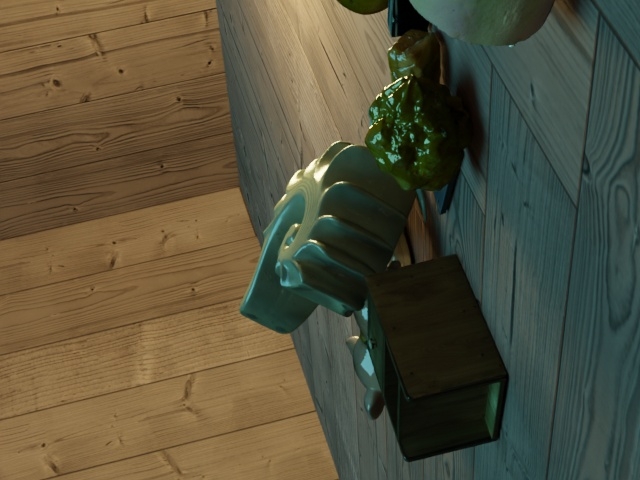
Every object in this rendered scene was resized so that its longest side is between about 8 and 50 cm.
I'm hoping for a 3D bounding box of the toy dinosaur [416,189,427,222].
[{"bbox_3d":[0.135,-0.129,1.993,0.106,0.044,0.187,-93,-15,-48],"label":"toy dinosaur"}]

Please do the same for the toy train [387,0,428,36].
[{"bbox_3d":[0.115,-0.353,1.719,0.252,0.055,0.048,91,173,-58],"label":"toy train"}]

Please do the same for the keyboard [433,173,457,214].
[{"bbox_3d":[0.169,-0.097,1.871,0.176,0.014,0.055,95,161,-65],"label":"keyboard"}]

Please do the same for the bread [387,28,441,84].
[{"bbox_3d":[0.124,-0.209,1.796,0.053,0.074,0.132,23,136,27],"label":"bread"}]

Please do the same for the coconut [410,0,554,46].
[{"bbox_3d":[0.155,-0.256,1.288,0.152,0.147,0.147,103,154,-57],"label":"coconut"}]

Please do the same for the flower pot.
[{"bbox_3d":[0.000,0.000,2.169,0.367,0.165,0.254,-27,40,65],"label":"flower pot"}]

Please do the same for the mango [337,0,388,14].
[{"bbox_3d":[0.066,-0.376,1.876,0.227,0.099,0.136,-157,61,-69],"label":"mango"}]

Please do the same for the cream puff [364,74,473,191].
[{"bbox_3d":[0.131,-0.139,1.707,0.116,0.146,0.146,-32,70,63],"label":"cream puff"}]

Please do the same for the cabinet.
[{"bbox_3d":[0.151,0.166,1.941,0.175,0.148,0.215,88,167,-52],"label":"cabinet"}]

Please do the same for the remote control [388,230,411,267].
[{"bbox_3d":[0.107,-0.040,2.276,0.078,0.042,0.221,104,152,-74],"label":"remote control"}]

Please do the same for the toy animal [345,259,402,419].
[{"bbox_3d":[0.119,0.142,2.176,0.165,0.149,0.248,-89,5,-54],"label":"toy animal"}]
